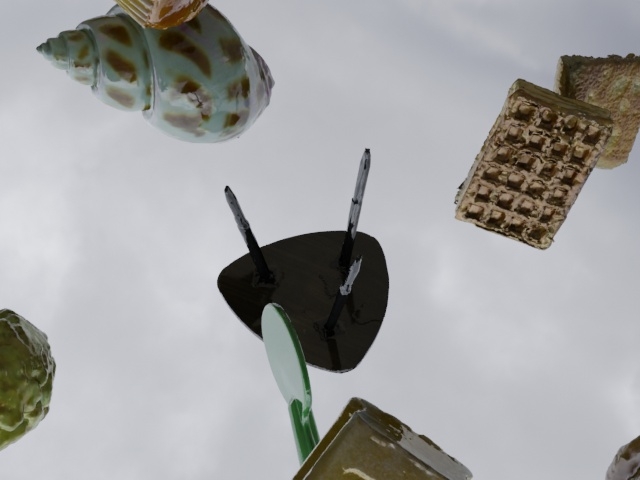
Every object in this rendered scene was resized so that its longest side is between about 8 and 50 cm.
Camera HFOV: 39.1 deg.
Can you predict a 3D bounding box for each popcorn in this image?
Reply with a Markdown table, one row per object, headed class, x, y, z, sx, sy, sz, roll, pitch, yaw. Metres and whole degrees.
| class | x | y | z | sx | sy | sz | roll | pitch | yaw |
| --- | --- | --- | --- | --- | --- | --- | --- | --- | --- |
| popcorn | -0.426 | 0.174 | 1.106 | 0.204 | 0.221 | 0.184 | -41 | -64 | -24 |

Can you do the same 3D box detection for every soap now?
| class | x | y | z | sx | sy | sz | roll | pitch | yaw |
| --- | --- | --- | --- | --- | --- | --- | --- | --- | --- |
| soap | 0.031 | 0.332 | 1.021 | 0.173 | 0.274 | 0.089 | 34 | -169 | -1 |

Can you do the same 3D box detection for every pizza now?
| class | x | y | z | sx | sy | sz | roll | pitch | yaw |
| --- | --- | --- | --- | --- | --- | --- | --- | --- | --- |
| pizza | 0.549 | -0.257 | 1.840 | 0.268 | 0.258 | 0.087 | -9 | -151 | -34 |

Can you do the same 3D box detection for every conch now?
| class | x | y | z | sx | sy | sz | roll | pitch | yaw |
| --- | --- | --- | --- | --- | --- | --- | --- | --- | --- |
| conch | -0.256 | -0.280 | 1.466 | 0.367 | 0.250 | 0.197 | 0 | -171 | -4 |

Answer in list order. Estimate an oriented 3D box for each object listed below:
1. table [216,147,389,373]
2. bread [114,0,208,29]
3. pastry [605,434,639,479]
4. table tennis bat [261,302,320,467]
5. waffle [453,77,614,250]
| class | x | y | z | sx | sy | sz | roll | pitch | yaw |
| --- | --- | --- | --- | --- | --- | --- | --- | --- | --- |
| table | 0.000 | 0.000 | 1.519 | 0.317 | 0.249 | 0.317 | 1 | -132 | -1 |
| bread | -0.190 | -0.436 | 1.276 | 0.156 | 0.204 | 0.288 | 36 | -89 | -6 |
| pastry | 0.426 | 0.261 | 0.915 | 0.239 | 0.235 | 0.132 | 6 | -132 | -18 |
| table tennis bat | -0.036 | 0.213 | 1.283 | 0.039 | 0.160 | 0.257 | -14 | -90 | -18 |
| waffle | 0.407 | -0.144 | 1.743 | 0.212 | 0.308 | 0.091 | 18 | -146 | -5 |
